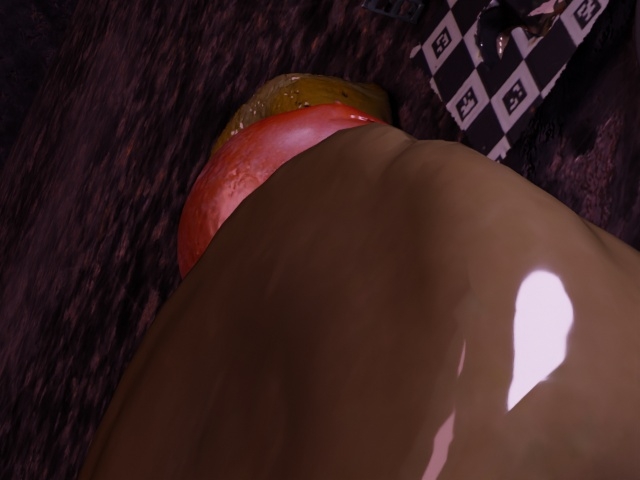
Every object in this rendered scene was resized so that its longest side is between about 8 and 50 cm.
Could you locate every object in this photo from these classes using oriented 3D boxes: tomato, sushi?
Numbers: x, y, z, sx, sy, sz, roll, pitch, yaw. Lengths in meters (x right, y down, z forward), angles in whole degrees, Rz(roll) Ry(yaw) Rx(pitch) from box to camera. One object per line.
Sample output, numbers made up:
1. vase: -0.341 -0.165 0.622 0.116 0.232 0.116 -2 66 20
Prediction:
1. tomato: 0.000 0.000 0.974 0.208 0.208 0.185 -31 42 58
2. sushi: 0.163 -0.172 0.972 0.210 0.040 0.193 -57 31 22

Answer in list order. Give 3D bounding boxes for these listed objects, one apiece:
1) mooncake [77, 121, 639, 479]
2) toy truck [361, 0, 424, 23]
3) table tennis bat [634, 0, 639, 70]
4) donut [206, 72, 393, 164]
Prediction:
1. mooncake: 0.036 0.185 0.642 0.467 0.262 0.467 -51 25 36
2. toy truck: 0.086 -0.303 1.233 0.115 0.080 0.178 121 157 -49
3. table tennis bat: 0.233 -0.129 0.783 0.138 0.022 0.247 -44 31 47
4. donut: -0.035 -0.038 1.239 0.272 0.107 0.272 -50 30 43
